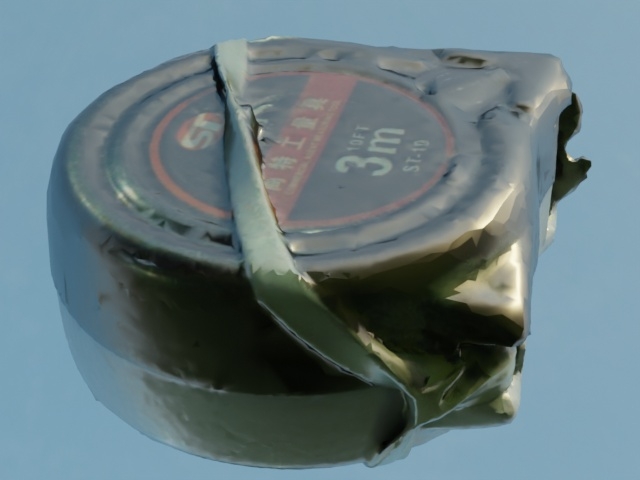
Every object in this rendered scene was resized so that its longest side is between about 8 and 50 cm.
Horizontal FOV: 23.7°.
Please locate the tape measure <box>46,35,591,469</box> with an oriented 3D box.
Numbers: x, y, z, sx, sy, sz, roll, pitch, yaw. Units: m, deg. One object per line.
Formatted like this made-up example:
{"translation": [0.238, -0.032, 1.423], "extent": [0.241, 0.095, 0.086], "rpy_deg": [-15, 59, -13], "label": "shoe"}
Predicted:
{"translation": [-0.005, 0.000, 0.547], "extent": [0.181, 0.182, 0.107], "rpy_deg": [8, -54, 14], "label": "tape measure"}
